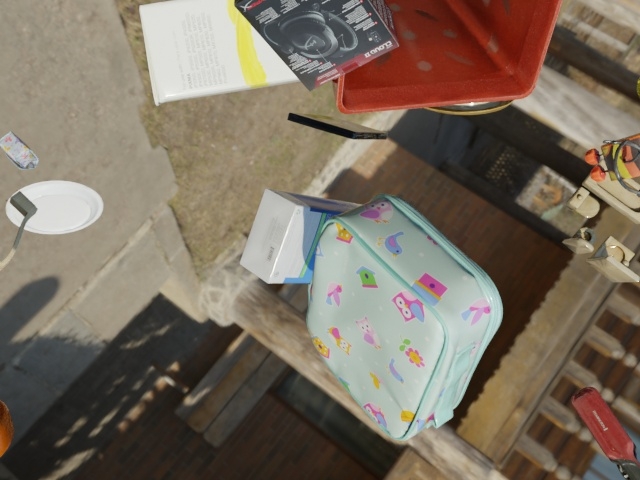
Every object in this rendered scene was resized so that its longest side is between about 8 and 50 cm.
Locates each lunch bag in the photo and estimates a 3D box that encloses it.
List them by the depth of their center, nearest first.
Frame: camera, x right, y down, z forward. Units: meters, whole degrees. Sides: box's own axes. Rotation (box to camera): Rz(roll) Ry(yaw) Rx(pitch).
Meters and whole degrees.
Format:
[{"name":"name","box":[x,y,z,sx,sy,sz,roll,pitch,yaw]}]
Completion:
[{"name":"lunch bag","box":[0.091,0.101,0.795,0.108,0.224,0.279,-30,148,-29]},{"name":"lunch bag","box":[-0.716,-0.208,1.580,0.053,0.071,0.083,-45,173,-12]}]

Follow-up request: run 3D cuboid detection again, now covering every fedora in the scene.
[{"name":"fedora","box":[0.241,-0.278,1.132,0.194,0.194,0.079,-40,137,-43]}]

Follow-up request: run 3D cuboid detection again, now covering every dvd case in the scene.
[{"name":"dvd case","box":[0.050,-0.286,1.676,0.253,0.181,0.022,-19,126,-65]}]

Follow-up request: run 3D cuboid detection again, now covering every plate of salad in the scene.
[{"name":"plate of salad","box":[-0.583,-0.077,1.461,0.200,0.048,0.199,-14,150,-8]}]

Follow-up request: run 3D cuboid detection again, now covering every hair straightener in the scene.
[{"name":"hair straightener","box":[0.424,0.303,0.884,0.047,0.230,0.089,-39,137,8]}]

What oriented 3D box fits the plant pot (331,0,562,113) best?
[{"name":"plant pot","box":[0.128,-0.344,0.832,0.268,0.235,0.267,-8,136,-12]}]

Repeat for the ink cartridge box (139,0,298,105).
[{"name":"ink cartridge box","box":[-0.113,-0.357,1.199,0.279,0.385,0.160,-127,-153,-74]}]

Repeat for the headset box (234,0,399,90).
[{"name":"headset box","box":[0.001,-0.126,0.373,0.062,0.032,0.083,-22,143,25]}]

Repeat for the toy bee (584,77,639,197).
[{"name":"toy bee","box":[0.441,-0.133,0.879,0.162,0.299,0.195,169,-76,-67]}]

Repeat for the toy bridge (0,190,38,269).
[{"name":"toy bridge","box":[-0.433,0.016,0.843,0.026,0.063,0.188,-31,-164,52]}]

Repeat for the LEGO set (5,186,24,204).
[{"name":"LEGO set","box":[-0.658,-0.091,1.485,0.083,0.023,0.054,-41,149,-5]}]

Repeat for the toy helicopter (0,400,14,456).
[{"name":"toy helicopter","box":[-0.409,0.187,0.488,0.355,0.235,0.140,-88,177,-62]}]

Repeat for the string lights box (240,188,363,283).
[{"name":"string lights box","box":[0.000,0.000,1.118,0.260,0.077,0.133,6,110,-51]}]

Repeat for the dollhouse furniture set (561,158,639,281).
[{"name":"dollhouse furniture set","box":[0.474,-0.036,1.063,0.151,0.144,0.123,-52,172,2]}]
